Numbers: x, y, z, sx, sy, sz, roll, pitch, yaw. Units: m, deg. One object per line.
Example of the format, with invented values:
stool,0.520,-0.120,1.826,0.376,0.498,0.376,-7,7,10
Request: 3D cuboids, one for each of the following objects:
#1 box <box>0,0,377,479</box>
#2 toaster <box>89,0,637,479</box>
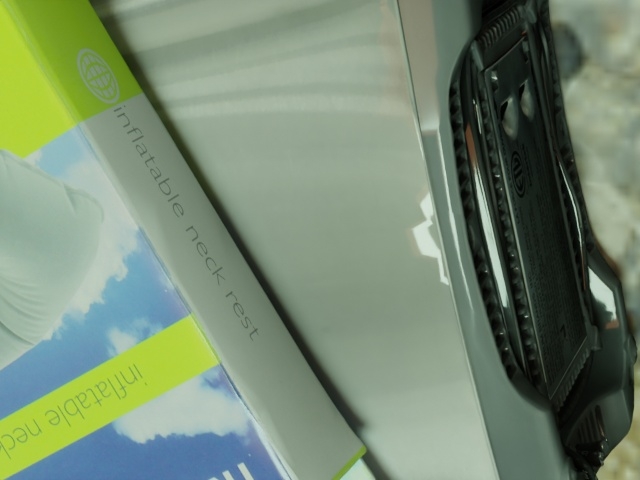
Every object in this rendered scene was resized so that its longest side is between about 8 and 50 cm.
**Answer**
box,-0.070,0.022,0.497,0.109,0.042,0.178,-30,93,27
toaster,0.000,0.000,0.556,0.146,0.129,0.227,-8,105,21
